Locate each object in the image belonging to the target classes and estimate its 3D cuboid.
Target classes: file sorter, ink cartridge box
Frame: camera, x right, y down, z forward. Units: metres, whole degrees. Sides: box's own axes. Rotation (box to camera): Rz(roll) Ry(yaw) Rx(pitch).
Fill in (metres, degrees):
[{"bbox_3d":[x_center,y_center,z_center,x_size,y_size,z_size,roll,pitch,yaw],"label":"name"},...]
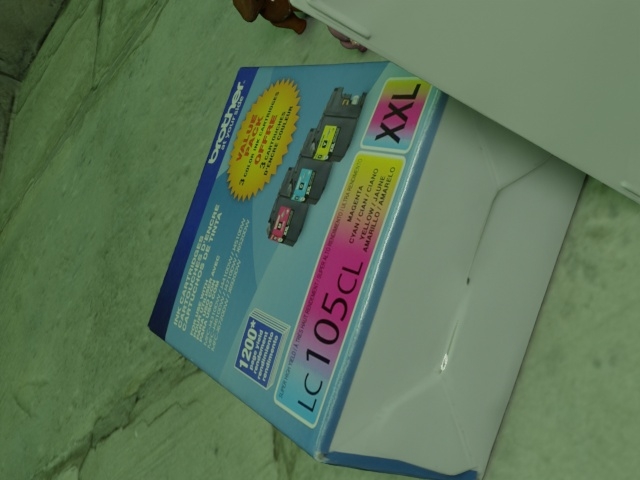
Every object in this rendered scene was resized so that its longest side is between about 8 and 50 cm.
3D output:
[{"bbox_3d":[0.147,-0.180,0.462,0.193,0.277,0.173,-45,35,36],"label":"file sorter"},{"bbox_3d":[0.000,0.000,0.714,0.395,0.151,0.270,16,87,61],"label":"ink cartridge box"}]

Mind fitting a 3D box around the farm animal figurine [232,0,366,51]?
[{"bbox_3d":[0.001,-0.369,0.897,0.330,0.172,0.327,3,75,58],"label":"farm animal figurine"}]
